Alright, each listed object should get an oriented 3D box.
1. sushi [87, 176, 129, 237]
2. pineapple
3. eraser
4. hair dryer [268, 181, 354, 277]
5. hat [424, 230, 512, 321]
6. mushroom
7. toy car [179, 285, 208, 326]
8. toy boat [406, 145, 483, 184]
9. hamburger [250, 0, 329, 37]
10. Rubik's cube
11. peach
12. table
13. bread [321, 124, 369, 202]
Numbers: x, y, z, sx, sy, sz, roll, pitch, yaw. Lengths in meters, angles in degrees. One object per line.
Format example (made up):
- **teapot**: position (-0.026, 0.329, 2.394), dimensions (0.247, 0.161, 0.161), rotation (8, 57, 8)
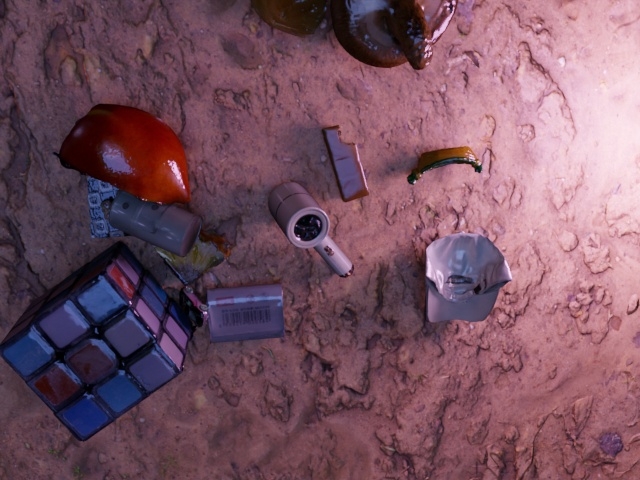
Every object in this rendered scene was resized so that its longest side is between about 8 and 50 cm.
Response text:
- **sushi**: position (-0.559, -0.095, 1.859), dimensions (0.210, 0.040, 0.193), rotation (-1, 105, -7)
- **pineapple**: position (-0.376, 0.038, 1.896), dimensions (0.236, 0.114, 0.186), rotation (4, 105, 1)
- **eraser**: position (-0.226, 0.222, 1.968), dimensions (0.226, 0.081, 0.174), rotation (-4, 109, -7)
- **hair dryer**: position (0.000, 0.000, 1.901), dimensions (0.128, 0.203, 0.362), rotation (-40, 123, 1)
- **hat**: position (0.429, 0.129, 2.012), dimensions (0.257, 0.168, 0.302), rotation (3, 130, -1)
- **mushroom**: position (0.189, -0.629, 1.732), dimensions (0.345, 0.239, 0.346), rotation (0, 91, -31)
- **toy car**: position (-0.380, 0.196, 1.916), dimensions (0.055, 0.142, 0.069), rotation (-18, 139, -39)
- **toy boat**: position (0.364, -0.222, 1.920), dimensions (0.229, 0.089, 0.088), rotation (-9, 85, 3)
- **hamburger**: position (-0.085, -0.694, 1.686), dimensions (0.211, 0.132, 0.309), rotation (3, 116, -21)
- **Rubik's cube**: position (-0.599, 0.258, 1.789), dimensions (0.363, 0.362, 0.359), rotation (-32, 109, 3)
- **peach**: position (-0.485, -0.238, 1.715), dimensions (0.361, 0.258, 0.201), rotation (24, 101, -6)
- **table**: position (-0.449, -0.052, 1.771), dimensions (0.219, 0.126, 0.126), rotation (24, 101, 5)
- **bread**: position (0.072, -0.230, 1.902), dimensions (0.088, 0.049, 0.226), rotation (-17, 106, -3)
